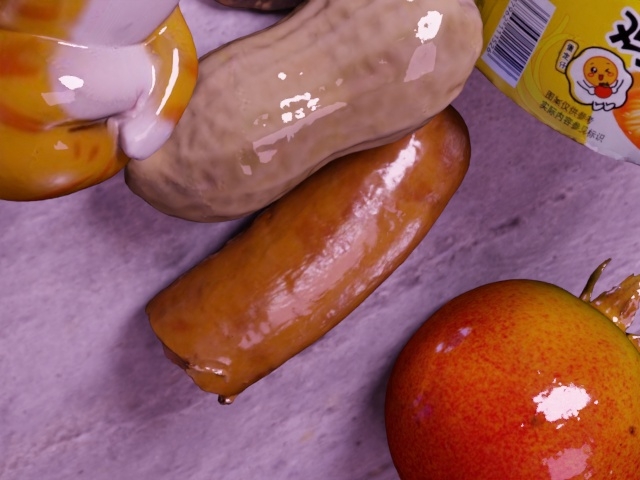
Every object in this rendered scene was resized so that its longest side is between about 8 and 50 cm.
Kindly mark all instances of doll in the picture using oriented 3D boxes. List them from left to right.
[{"bbox_3d":[-0.143,-0.141,0.939,0.167,0.162,0.269,-6,121,-55],"label":"doll"}]

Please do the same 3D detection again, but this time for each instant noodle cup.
[{"bbox_3d":[0.225,-0.178,1.102,0.264,0.264,0.200,7,124,-37],"label":"instant noodle cup"}]

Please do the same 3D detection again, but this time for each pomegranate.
[{"bbox_3d":[0.175,0.126,1.307,0.256,0.221,0.221,-48,134,-7],"label":"pomegranate"}]

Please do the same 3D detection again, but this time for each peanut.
[{"bbox_3d":[-0.009,-0.094,1.085,0.257,0.123,0.123,-32,134,4],"label":"peanut"}]

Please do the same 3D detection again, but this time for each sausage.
[{"bbox_3d":[-0.001,-0.001,1.171,0.270,0.109,0.109,-44,134,-3],"label":"sausage"}]

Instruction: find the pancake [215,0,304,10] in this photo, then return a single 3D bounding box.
[{"bbox_3d":[-0.023,-0.234,1.048,0.184,0.020,0.190,8,117,-37],"label":"pancake"}]
